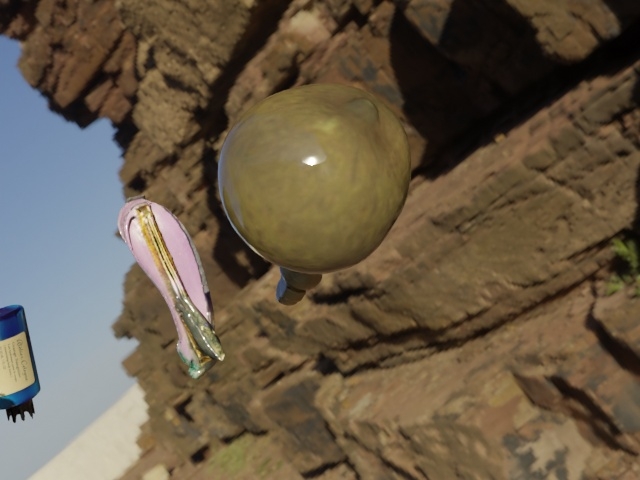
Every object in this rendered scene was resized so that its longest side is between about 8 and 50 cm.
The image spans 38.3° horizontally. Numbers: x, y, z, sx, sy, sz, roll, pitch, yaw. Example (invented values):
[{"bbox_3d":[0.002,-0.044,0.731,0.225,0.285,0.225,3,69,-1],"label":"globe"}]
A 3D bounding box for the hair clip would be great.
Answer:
[{"bbox_3d":[-0.263,0.078,1.712,0.110,0.358,0.095,-25,1,-5],"label":"hair clip"}]

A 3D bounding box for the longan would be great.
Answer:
[{"bbox_3d":[-0.006,-0.112,1.590,0.361,0.361,0.361,-39,1,0],"label":"longan"}]

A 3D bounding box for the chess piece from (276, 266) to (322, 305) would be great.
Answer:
[{"bbox_3d":[0.000,0.000,1.963,0.117,0.117,0.397,-40,-12,-51],"label":"chess piece"}]

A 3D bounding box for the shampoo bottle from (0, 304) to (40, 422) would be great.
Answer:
[{"bbox_3d":[-0.493,0.200,1.464,0.050,0.182,0.087,3,17,31],"label":"shampoo bottle"}]
